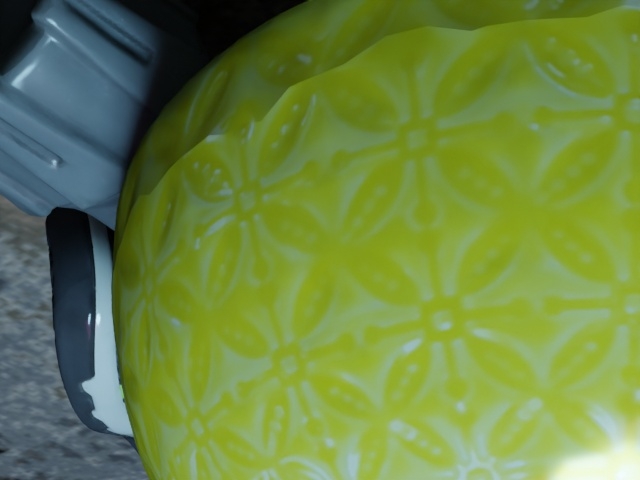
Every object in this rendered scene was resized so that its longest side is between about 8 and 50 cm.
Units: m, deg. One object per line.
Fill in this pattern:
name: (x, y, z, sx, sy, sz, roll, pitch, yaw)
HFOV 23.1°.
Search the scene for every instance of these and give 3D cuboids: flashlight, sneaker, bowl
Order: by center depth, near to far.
bowl: (0.076, 0.073, 0.425, 0.289, 0.156, 0.289, 4, 145, 2)
flashlight: (0.000, 0.000, 0.544, 0.103, 0.103, 0.304, -43, 131, 13)
sneaker: (-0.037, 0.045, 0.641, 0.097, 0.084, 0.235, -15, 152, 7)
